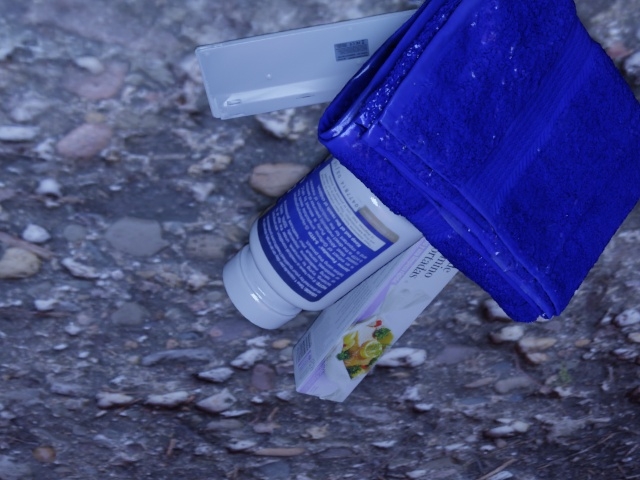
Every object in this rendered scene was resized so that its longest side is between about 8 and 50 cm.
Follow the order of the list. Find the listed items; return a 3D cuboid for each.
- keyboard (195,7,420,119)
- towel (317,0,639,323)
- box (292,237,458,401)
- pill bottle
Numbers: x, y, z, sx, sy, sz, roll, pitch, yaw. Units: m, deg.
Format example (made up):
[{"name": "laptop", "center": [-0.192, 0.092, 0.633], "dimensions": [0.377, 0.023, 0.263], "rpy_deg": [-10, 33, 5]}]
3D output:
[{"name": "keyboard", "center": [0.027, -0.153, 0.696], "dimensions": [0.256, 0.014, 0.072], "rpy_deg": [-10, 129, 1]}, {"name": "towel", "center": [0.166, -0.080, 0.680], "dimensions": [0.227, 0.076, 0.308], "rpy_deg": [-51, 127, -1]}, {"name": "box", "center": [0.071, 0.051, 0.858], "dimensions": [0.063, 0.067, 0.324], "rpy_deg": [17, 128, -24]}, {"name": "pill bottle", "center": [0.000, 0.000, 0.767], "dimensions": [0.187, 0.112, 0.112], "rpy_deg": [-39, 127, 25]}]
